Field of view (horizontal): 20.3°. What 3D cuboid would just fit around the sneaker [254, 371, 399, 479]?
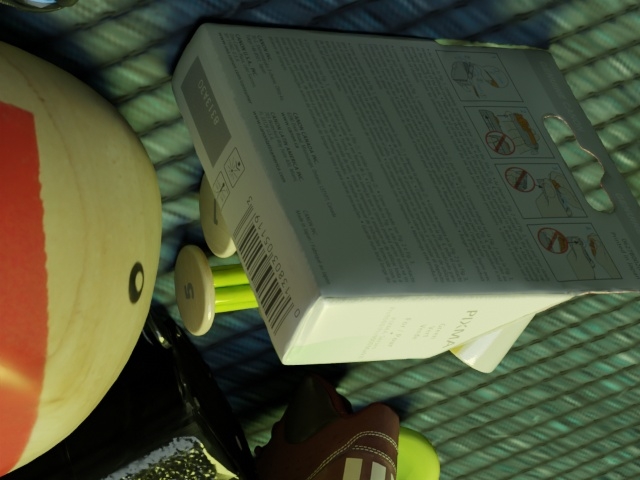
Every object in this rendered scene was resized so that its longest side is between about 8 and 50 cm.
[{"bbox_3d":[-0.029,0.181,1.198,0.106,0.162,0.281,32,143,-25],"label":"sneaker"}]

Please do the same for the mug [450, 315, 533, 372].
[{"bbox_3d":[0.105,0.040,1.141,0.064,0.062,0.078,-47,146,19],"label":"mug"}]

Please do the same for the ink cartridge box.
[{"bbox_3d":[0.054,-0.026,0.914,0.225,0.181,0.056,1,140,-33],"label":"ink cartridge box"}]

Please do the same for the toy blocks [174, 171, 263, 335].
[{"bbox_3d":[0.000,0.000,1.030,0.148,0.054,0.123,-6,141,-24],"label":"toy blocks"}]

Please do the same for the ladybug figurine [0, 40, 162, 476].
[{"bbox_3d":[-0.278,0.036,0.826,0.449,0.162,0.305,-4,142,-25],"label":"ladybug figurine"}]

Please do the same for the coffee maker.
[{"bbox_3d":[-0.148,0.128,1.086,0.178,0.120,0.171,-26,106,3],"label":"coffee maker"}]

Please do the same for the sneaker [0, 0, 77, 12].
[{"bbox_3d":[-0.087,-0.141,0.731,0.217,0.121,0.079,0,141,-28],"label":"sneaker"}]

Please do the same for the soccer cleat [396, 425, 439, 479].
[{"bbox_3d":[-0.026,0.222,1.310,0.289,0.093,0.121,-41,172,18],"label":"soccer cleat"}]
